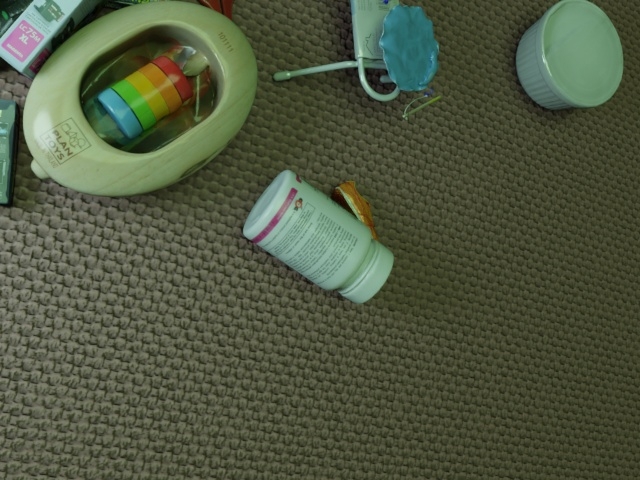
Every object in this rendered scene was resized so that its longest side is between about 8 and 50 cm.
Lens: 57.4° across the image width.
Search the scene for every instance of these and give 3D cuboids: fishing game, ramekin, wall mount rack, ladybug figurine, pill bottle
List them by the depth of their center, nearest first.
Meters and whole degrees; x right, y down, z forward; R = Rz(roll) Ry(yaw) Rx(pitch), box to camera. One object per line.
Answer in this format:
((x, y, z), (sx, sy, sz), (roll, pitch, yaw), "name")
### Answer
((-0.323, -0.248, 1.068), (0.449, 0.162, 0.305), (-36, 101, -21), "ladybug figurine")
((0.000, 0.000, 1.186), (0.283, 0.160, 0.160), (35, 75, -16), "pill bottle")
((0.184, -0.405, 1.233), (0.189, 0.041, 0.264), (-38, 117, -33), "fishing game")
((0.051, -0.461, 1.261), (0.304, 0.130, 0.350), (-4, 88, -26), "wall mount rack")
((0.623, -0.460, 1.489), (0.272, 0.127, 0.273), (1, 87, -22), "ramekin")

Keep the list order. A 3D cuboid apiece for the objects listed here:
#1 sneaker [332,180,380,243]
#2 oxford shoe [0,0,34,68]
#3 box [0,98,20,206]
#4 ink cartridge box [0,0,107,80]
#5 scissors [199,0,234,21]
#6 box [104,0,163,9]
((0.093, -0.051, 1.283), (0.067, 0.064, 0.175), (-33, 102, -31), "sneaker")
((-0.541, -0.389, 1.021), (0.083, 0.096, 0.227), (40, 88, -3), "oxford shoe")
((-0.643, -0.158, 0.986), (0.232, 0.059, 0.183), (3, 86, -21), "box")
((-0.417, -0.410, 0.996), (0.065, 0.186, 0.311), (37, 86, -20), "ink cartridge box")
((-0.207, -0.437, 1.207), (0.109, 0.021, 0.297), (-2, 88, -25), "scissors")
((-0.396, -0.504, 1.121), (0.207, 0.036, 0.114), (3, 86, -22), "box")
